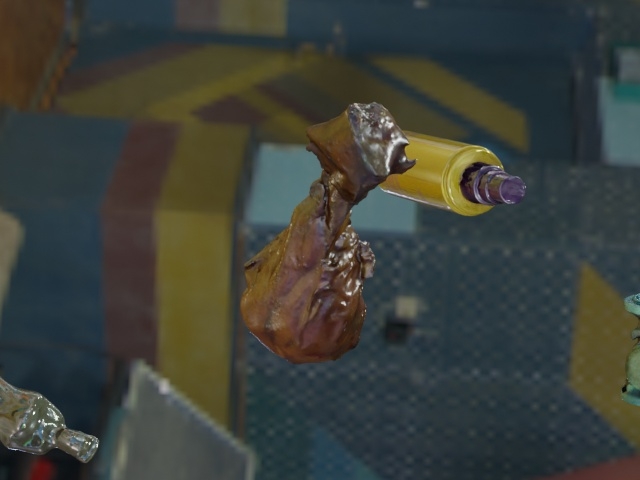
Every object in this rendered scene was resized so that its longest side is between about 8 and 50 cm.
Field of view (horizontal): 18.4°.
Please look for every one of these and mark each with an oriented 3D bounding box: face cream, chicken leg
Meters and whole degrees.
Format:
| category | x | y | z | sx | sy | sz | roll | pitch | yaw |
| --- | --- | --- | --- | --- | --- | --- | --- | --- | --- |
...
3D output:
| category | x | y | z | sx | sy | sz | roll | pitch | yaw |
| --- | --- | --- | --- | --- | --- | --- | --- | --- | --- |
| face cream | 0.146 | -0.071 | 2.173 | 0.273 | 0.078 | 0.078 | -161 | -108 | -65 |
| chicken leg | 0.000 | 0.000 | 1.619 | 0.304 | 0.113 | 0.093 | 106 | 4 | -49 |

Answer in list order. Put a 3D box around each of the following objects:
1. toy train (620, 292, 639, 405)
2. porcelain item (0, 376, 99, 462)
| category | x | y | z | sx | sy | sz | roll | pitch | yaw |
| --- | --- | --- | --- | --- | --- | --- | --- | --- | --- |
| toy train | 0.340 | 0.090 | 1.658 | 0.198 | 0.154 | 0.107 | -14 | 107 | -56 |
| porcelain item | -0.371 | 0.214 | 2.399 | 0.081 | 0.216 | 0.069 | -57 | 170 | -28 |
